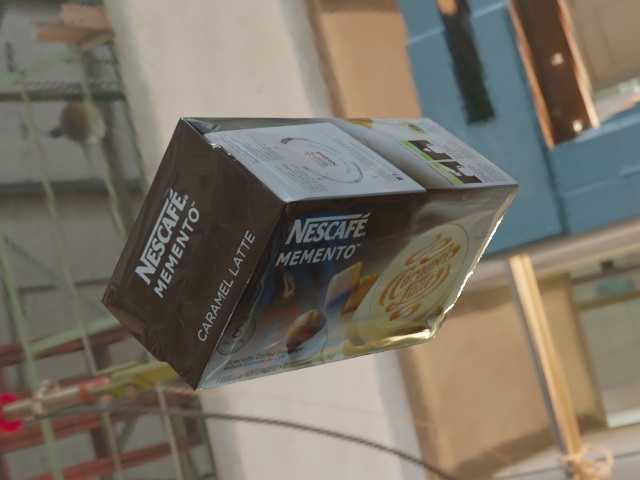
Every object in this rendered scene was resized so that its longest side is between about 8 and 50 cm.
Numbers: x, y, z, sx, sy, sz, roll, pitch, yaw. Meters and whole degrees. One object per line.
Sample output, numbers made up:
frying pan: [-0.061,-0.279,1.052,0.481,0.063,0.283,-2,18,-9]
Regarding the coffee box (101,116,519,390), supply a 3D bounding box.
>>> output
coffee box: [0.000,0.000,0.911,0.098,0.141,0.246,40,-153,30]
